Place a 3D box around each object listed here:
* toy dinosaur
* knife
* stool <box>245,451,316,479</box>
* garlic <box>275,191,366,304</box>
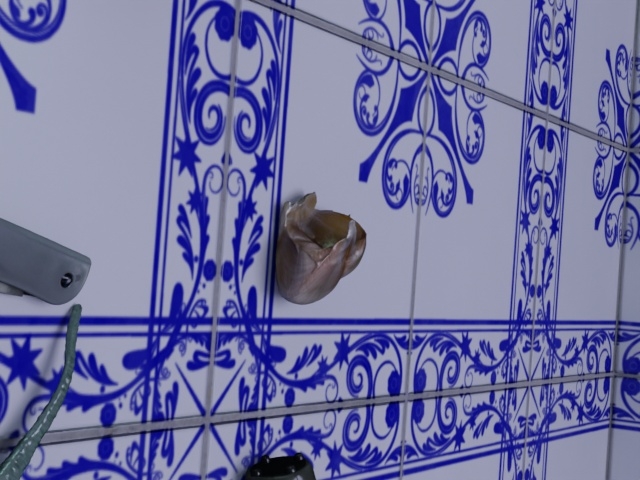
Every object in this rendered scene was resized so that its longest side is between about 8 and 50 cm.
[{"bbox_3d":[-0.285,0.201,1.040,0.383,0.076,0.129,-61,173,-26],"label":"toy dinosaur"},{"bbox_3d":[-0.303,0.008,1.047,0.265,0.040,0.073,25,82,-57],"label":"knife"},{"bbox_3d":[-0.044,0.317,1.443,0.096,0.096,0.110,-23,106,-56],"label":"stool"},{"bbox_3d":[0.006,0.012,1.499,0.174,0.099,0.124,-26,129,-56],"label":"garlic"}]
